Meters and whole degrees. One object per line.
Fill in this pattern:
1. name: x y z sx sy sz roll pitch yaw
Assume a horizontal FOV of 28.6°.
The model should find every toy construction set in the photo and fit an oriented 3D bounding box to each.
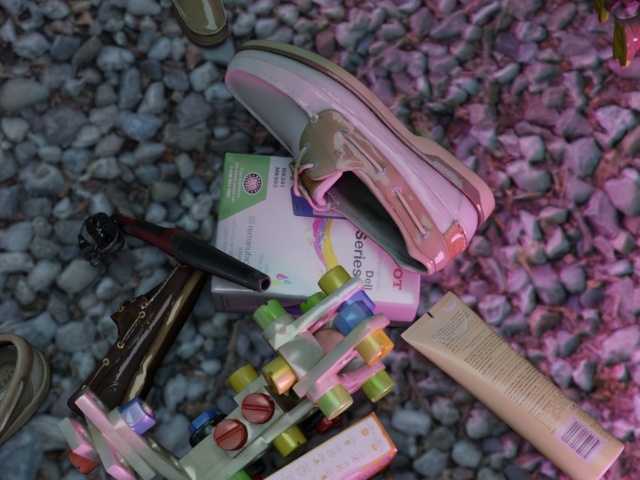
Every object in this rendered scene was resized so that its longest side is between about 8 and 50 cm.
1. toy construction set: -0.071 0.156 1.179 0.327 0.215 0.151 -25 78 6

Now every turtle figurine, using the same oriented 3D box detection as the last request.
1. turtle figurine: 0.424 -0.257 1.373 0.217 0.087 0.270 -14 74 -4

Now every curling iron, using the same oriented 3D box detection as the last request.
1. curling iron: -0.149 0.017 1.260 0.274 0.035 0.068 15 61 39

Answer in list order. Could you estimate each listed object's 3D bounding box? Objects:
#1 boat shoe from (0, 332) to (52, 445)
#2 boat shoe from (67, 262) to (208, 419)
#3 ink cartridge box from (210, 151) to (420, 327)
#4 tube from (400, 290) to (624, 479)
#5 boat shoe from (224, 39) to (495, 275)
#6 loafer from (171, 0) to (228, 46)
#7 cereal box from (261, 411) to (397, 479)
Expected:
1. boat shoe: -0.386 0.217 1.237 0.109 0.098 0.302 36 77 11
2. boat shoe: -0.185 0.095 1.284 0.073 0.073 0.207 27 75 6
3. ink cartridge box: 0.000 0.000 1.301 0.212 0.093 0.154 6 73 0
4. tube: 0.197 0.151 1.273 0.240 0.070 0.062 41 98 12
5. boat shoe: 0.020 -0.083 1.221 0.302 0.113 0.103 34 67 11
6. loafer: -0.148 -0.285 1.408 0.056 0.050 0.148 -25 75 -6
7. cereal box: -0.043 0.252 1.185 0.240 0.173 0.047 -31 77 -7
